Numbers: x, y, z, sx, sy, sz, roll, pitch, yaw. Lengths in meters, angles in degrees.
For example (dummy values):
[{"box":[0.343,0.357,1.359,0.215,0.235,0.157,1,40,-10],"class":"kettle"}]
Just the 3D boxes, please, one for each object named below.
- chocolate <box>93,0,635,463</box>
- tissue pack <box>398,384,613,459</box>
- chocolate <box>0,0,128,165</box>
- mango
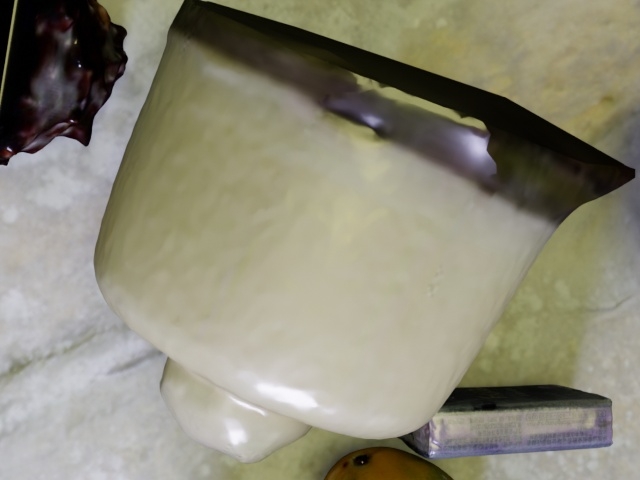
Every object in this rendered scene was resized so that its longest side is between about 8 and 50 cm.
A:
[{"box":[0.000,0.000,0.845,0.326,0.314,0.297,3,113,-48],"class":"chocolate"},{"box":[0.148,0.148,0.948,0.156,0.112,0.051,-2,89,-10],"class":"tissue pack"},{"box":[-0.236,-0.155,0.891,0.177,0.206,0.224,2,103,-54],"class":"chocolate"},{"box":[0.073,0.234,0.947,0.163,0.089,0.111,24,107,-17],"class":"mango"}]
